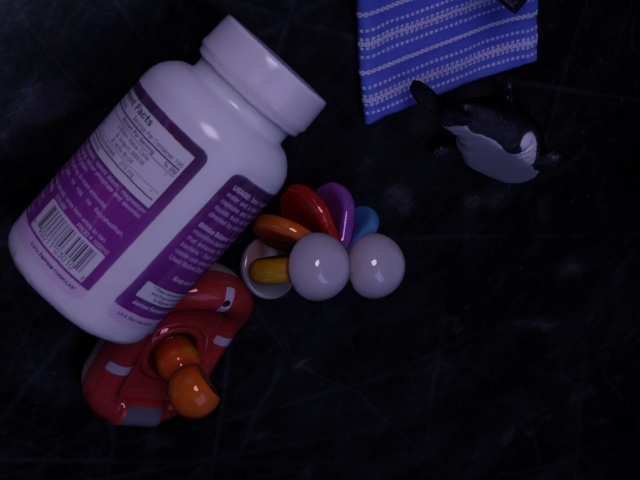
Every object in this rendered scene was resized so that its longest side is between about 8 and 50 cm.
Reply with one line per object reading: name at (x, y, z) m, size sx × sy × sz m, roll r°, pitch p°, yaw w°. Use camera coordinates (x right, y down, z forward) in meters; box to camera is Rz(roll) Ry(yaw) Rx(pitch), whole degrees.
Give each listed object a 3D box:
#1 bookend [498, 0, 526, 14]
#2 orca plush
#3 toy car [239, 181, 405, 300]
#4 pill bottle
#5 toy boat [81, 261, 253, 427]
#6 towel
bookend at (0.181, -0.332, 0.948) m, size 0.156 × 0.072 × 0.157 m, roll 20°, pitch 115°, yaw -43°
orca plush at (0.198, -0.151, 1.159) m, size 0.287 × 0.151 × 0.102 m, roll 17°, pitch 79°, yaw -47°
toy car at (0.000, 0.000, 1.119) m, size 0.182 × 0.159 × 0.136 m, roll 0°, pitch 88°, yaw -36°
pill bottle at (-0.140, -0.061, 0.922) m, size 0.301 × 0.169 × 0.169 m, roll -47°, pitch 138°, yaw 7°
toy boat at (-0.158, 0.137, 1.090) m, size 0.151 × 0.151 × 0.231 m, roll 14°, pitch 115°, yaw -43°
towel at (0.146, -0.297, 1.030) m, size 0.243 × 0.040 × 0.336 m, roll -23°, pitch 136°, yaw -18°
